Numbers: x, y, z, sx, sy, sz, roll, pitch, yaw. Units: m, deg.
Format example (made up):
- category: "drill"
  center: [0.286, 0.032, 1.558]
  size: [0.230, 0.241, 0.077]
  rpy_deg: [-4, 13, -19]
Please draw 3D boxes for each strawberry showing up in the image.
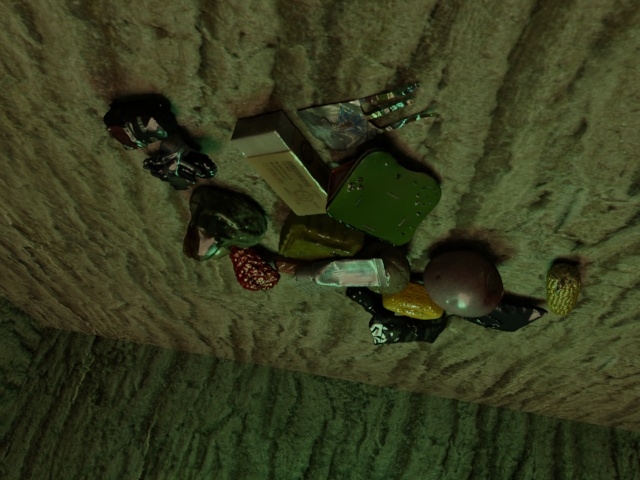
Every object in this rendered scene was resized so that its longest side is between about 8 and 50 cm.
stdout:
- category: "strawberry"
  center: [-0.259, 0.107, 1.986]
  size: [0.190, 0.111, 0.236]
  rpy_deg: [16, 155, 42]

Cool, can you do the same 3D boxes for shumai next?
- category: "shumai"
  center: [-0.299, -0.016, 1.695]
  size: [0.261, 0.221, 0.225]
  rpy_deg: [26, 148, -35]

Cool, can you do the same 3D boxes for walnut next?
- category: "walnut"
  center: [0.199, 0.090, 1.766]
  size: [0.178, 0.178, 0.230]
  rpy_deg: [-2, 156, 25]

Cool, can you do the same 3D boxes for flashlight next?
- category: "flashlight"
  center: [0.188, 0.238, 2.139]
  size: [0.093, 0.093, 0.232]
  rpy_deg: [-17, 139, 43]

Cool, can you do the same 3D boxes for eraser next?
- category: "eraser"
  center: [-0.075, -0.185, 1.426]
  size: [0.144, 0.078, 0.343]
  rpy_deg: [-5, 148, 28]

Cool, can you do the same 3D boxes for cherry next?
- category: "cherry"
  center: [0.425, 0.135, 1.710]
  size: [0.239, 0.206, 0.239]
  rpy_deg: [-1, 158, 0]

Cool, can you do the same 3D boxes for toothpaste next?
- category: "toothpaste"
  center: [0.056, 0.100, 1.670]
  size: [0.283, 0.068, 0.099]
  rpy_deg: [-1, 157, 20]

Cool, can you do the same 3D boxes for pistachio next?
- category: "pistachio"
  center: [-0.363, -0.001, 1.867]
  size: [0.113, 0.113, 0.149]
  rpy_deg: [-7, 147, 32]

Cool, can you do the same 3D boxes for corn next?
- category: "corn"
  center: [0.759, 0.162, 1.748]
  size: [0.106, 0.106, 0.293]
  rpy_deg: [-1, 152, 23]

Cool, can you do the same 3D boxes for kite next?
- category: "kite"
  center: [0.107, -0.269, 1.260]
  size: [0.310, 0.015, 0.169]
  rpy_deg: [-5, 149, 34]

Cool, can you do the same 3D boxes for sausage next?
- category: "sausage"
  center: [-0.094, 0.090, 1.990]
  size: [0.169, 0.065, 0.065]
  rpy_deg: [7, 153, 10]

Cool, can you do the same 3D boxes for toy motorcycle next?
- category: "toy motorcycle"
  center: [-0.391, -0.208, 1.481]
  size: [0.270, 0.106, 0.159]
  rpy_deg: [0, 149, 45]

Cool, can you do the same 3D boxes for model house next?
- category: "model house"
  center: [0.139, -0.134, 1.415]
  size: [0.294, 0.154, 0.207]
  rpy_deg: [22, 109, -38]

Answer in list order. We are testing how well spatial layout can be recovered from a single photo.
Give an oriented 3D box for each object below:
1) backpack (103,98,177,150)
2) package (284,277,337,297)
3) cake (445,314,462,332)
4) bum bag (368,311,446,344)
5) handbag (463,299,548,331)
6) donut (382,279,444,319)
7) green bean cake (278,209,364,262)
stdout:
- category: "backpack"
  center: [-0.434, -0.281, 1.350]
  size: [0.165, 0.105, 0.120]
  rpy_deg: [-2, 146, 32]
- category: "package"
  center: [0.026, 0.142, 1.944]
  size: [0.204, 0.062, 0.251]
  rpy_deg: [-20, 162, 27]
- category: "cake"
  center: [0.514, 0.341, 2.248]
  size: [0.052, 0.065, 0.121]
  rpy_deg: [19, 159, -9]
- category: "bum bag"
  center: [0.336, 0.339, 2.147]
  size: [0.341, 0.144, 0.095]
  rpy_deg: [3, -161, -24]
- category: "handbag"
  center: [0.656, 0.271, 2.018]
  size: [0.211, 0.088, 0.254]
  rpy_deg: [12, 157, -6]
- category: "donut"
  center: [0.337, 0.208, 2.007]
  size: [0.254, 0.118, 0.253]
  rpy_deg: [13, 168, 3]
- category: "green bean cake"
  center: [0.000, 0.000, 1.706]
  size: [0.236, 0.124, 0.233]
  rpy_deg: [16, 153, -9]
